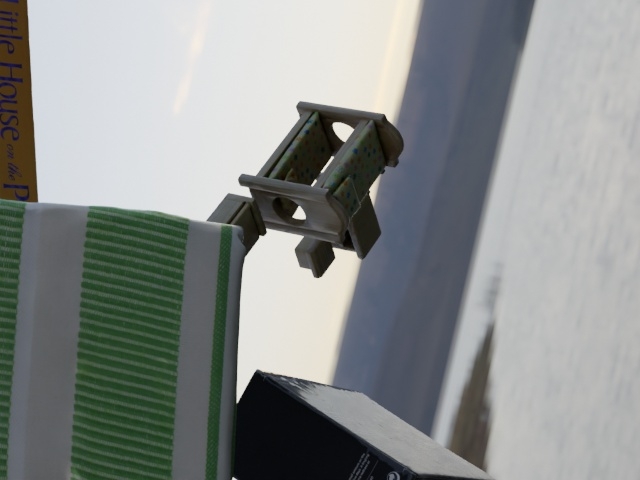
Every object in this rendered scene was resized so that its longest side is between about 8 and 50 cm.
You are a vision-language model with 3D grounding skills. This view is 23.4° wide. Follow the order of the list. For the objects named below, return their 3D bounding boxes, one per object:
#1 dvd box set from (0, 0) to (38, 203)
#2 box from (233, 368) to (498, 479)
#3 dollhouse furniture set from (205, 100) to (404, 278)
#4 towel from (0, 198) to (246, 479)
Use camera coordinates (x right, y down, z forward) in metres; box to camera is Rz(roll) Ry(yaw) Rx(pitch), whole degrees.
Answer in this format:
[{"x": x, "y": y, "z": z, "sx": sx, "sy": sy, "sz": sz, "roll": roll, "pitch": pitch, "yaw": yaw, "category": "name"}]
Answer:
[{"x": -0.351, "y": -0.077, "z": 1.476, "sx": 0.307, "sy": 0.062, "sz": 0.420, "roll": -30, "pitch": 62, "yaw": 55, "category": "dvd box set"}, {"x": 0.038, "y": 0.218, "z": 1.462, "sx": 0.103, "sy": 0.184, "sz": 0.261, "roll": -58, "pitch": -25, "yaw": 4, "category": "box"}, {"x": 0.000, "y": 0.000, "z": 1.364, "sx": 0.182, "sy": 0.101, "sz": 0.161, "roll": -55, "pitch": -38, "yaw": -34, "category": "dollhouse furniture set"}, {"x": -0.224, "y": 0.092, "z": 1.190, "sx": 0.038, "sy": 0.325, "sz": 0.248, "roll": 130, "pitch": 144, "yaw": -85, "category": "towel"}]
